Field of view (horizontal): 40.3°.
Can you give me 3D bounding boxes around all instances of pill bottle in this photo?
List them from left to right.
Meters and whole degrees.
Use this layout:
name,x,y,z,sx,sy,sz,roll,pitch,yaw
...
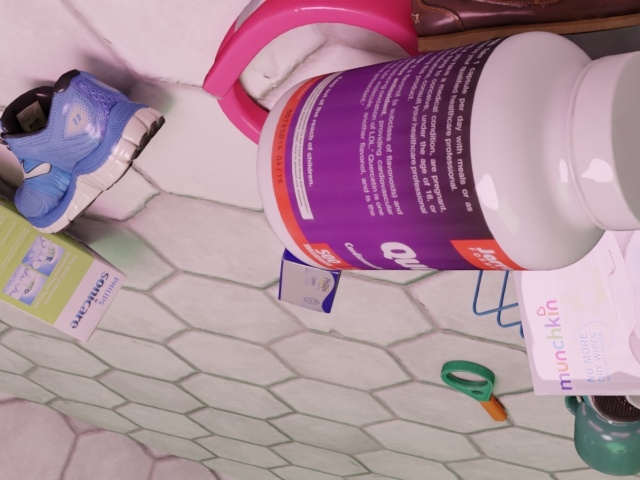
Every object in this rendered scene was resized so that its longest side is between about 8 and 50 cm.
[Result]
name,x,y,z,sx,sy,sz,roll,pitch,yaw
pill bottle,0.111,-0.065,0.712,0.323,0.181,0.181,-1,149,44

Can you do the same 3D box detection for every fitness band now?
name,x,y,z,sx,sy,sz,roll,pitch,yaw
fitness band,0.003,-0.158,0.876,0.209,0.054,0.291,25,152,-20

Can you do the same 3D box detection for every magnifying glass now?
name,x,y,z,sx,sy,sz,roll,pitch,yaw
magnifying glass,0.286,0.273,1.571,0.092,0.026,0.231,-3,148,31

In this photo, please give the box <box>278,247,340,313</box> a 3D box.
name,x,y,z,sx,sy,sz,roll,pitch,yaw
box,0.000,0.000,1.078,0.072,0.137,0.126,14,153,3

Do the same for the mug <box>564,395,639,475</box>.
name,x,y,z,sx,sy,sz,roll,pitch,yaw
mug,0.463,0.294,1.408,0.157,0.129,0.097,10,131,24

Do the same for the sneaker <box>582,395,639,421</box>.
name,x,y,z,sx,sy,sz,roll,pitch,yaw
sneaker,0.482,0.171,1.183,0.295,0.124,0.178,-11,179,-2

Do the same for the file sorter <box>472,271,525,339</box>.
name,x,y,z,sx,sy,sz,roll,pitch,yaw
file sorter,0.291,0.068,1.088,0.170,0.118,0.104,27,154,-22

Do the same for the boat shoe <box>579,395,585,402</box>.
name,x,y,z,sx,sy,sz,roll,pitch,yaw
boat shoe,0.535,0.237,1.269,0.342,0.123,0.123,-4,147,31

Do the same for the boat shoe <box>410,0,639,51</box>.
name,x,y,z,sx,sy,sz,roll,pitch,yaw
boat shoe,0.171,-0.197,0.699,0.207,0.073,0.073,-1,107,20

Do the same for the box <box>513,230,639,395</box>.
name,x,y,z,sx,sy,sz,roll,pitch,yaw
box,0.298,-0.003,0.791,0.231,0.262,0.127,-6,-172,35

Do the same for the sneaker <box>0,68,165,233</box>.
name,x,y,z,sx,sy,sz,roll,pitch,yaw
sneaker,-0.314,-0.117,1.066,0.147,0.130,0.330,41,144,-15

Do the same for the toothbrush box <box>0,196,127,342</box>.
name,x,y,z,sx,sy,sz,roll,pitch,yaw
toothbrush box,-0.454,0.013,1.269,0.283,0.122,0.206,33,174,-34

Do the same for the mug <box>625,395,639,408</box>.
name,x,y,z,sx,sy,sz,roll,pitch,yaw
mug,0.441,0.109,1.030,0.113,0.169,0.150,29,149,-25
